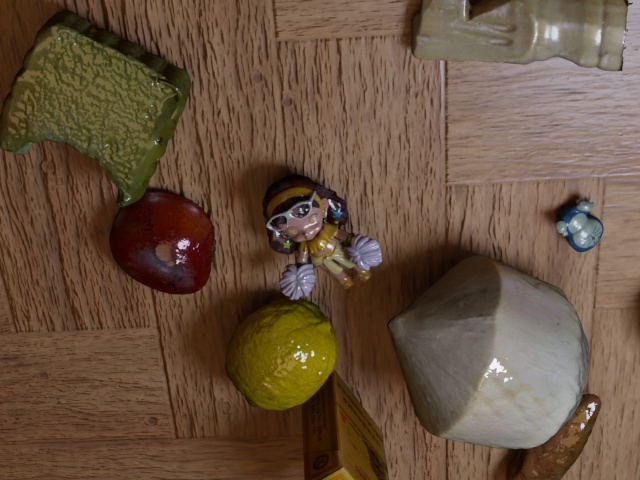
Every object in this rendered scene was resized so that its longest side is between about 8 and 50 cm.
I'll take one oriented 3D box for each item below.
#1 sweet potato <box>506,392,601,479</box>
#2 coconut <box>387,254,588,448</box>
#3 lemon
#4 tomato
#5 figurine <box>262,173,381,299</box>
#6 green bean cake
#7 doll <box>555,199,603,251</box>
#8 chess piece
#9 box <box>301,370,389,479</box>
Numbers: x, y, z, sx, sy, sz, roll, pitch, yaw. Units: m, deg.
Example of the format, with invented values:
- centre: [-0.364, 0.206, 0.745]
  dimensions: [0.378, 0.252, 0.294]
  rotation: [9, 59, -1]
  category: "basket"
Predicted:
- centre: [0.419, 0.365, 1.717]
  dimensions: [0.097, 0.097, 0.251]
  rotation: [23, 115, -11]
  category: "sweet potato"
- centre: [0.250, 0.176, 1.505]
  dimensions: [0.329, 0.329, 0.328]
  rotation: [1, 119, 1]
  category: "coconut"
- centre: [-0.064, 0.187, 1.583]
  dimensions: [0.180, 0.180, 0.193]
  rotation: [31, 140, -15]
  category: "lemon"
- centre: [-0.258, 0.021, 1.541]
  dimensions: [0.173, 0.099, 0.189]
  rotation: [10, 120, -6]
  category: "tomato"
- centre: [-0.001, -0.002, 1.514]
  dimensions: [0.175, 0.116, 0.240]
  rotation: [-27, 120, 17]
  category: "figurine"
- centre: [-0.331, -0.194, 1.412]
  dimensions: [0.236, 0.124, 0.233]
  rotation: [27, 115, -13]
  category: "green bean cake"
- centre: [0.417, -0.024, 1.529]
  dimensions: [0.076, 0.050, 0.083]
  rotation: [-44, 109, 2]
  category: "doll"
- centre: [0.277, -0.308, 1.351]
  dimensions: [0.301, 0.137, 0.137]
  rotation: [2, 119, 12]
  category: "chess piece"
- centre: [0.044, 0.366, 1.621]
  dimensions: [0.076, 0.274, 0.174]
  rotation: [-32, 113, 13]
  category: "box"
